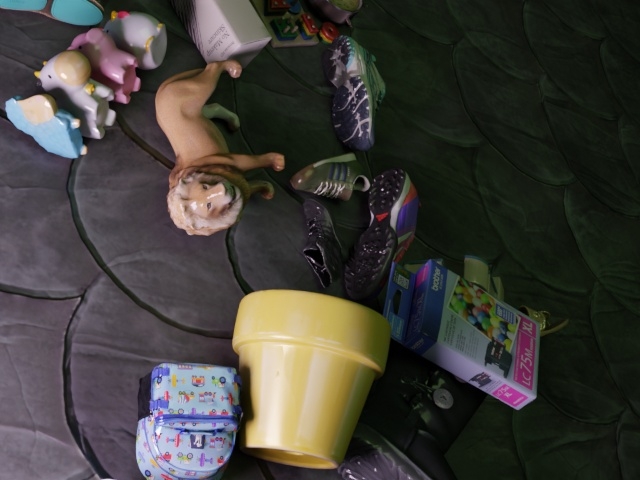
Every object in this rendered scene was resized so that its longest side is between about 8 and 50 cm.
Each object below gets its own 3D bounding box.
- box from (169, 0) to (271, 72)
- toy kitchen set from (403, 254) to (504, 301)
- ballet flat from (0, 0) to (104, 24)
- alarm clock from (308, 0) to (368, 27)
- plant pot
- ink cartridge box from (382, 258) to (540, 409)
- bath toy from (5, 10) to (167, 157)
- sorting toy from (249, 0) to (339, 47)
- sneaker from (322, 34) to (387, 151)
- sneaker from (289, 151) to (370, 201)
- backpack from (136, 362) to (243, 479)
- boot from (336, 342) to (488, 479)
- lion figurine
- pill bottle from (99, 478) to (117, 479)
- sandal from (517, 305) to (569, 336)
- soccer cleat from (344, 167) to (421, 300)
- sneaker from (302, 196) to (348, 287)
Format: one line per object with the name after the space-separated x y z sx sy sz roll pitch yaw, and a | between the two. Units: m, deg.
-0.220 -0.472 1.977 0.094 0.113 0.275 -24 78 -45 | box
0.274 0.098 2.052 0.207 0.166 0.122 63 29 -47 | toy kitchen set
-0.481 -0.432 1.769 0.206 0.073 0.067 7 45 -41 | ballet flat
0.014 -0.563 2.260 0.192 0.064 0.129 44 45 -12 | alarm clock
-0.026 0.230 1.603 0.254 0.254 0.238 22 66 -28 | plant pot
0.260 0.159 1.831 0.311 0.065 0.185 28 44 -12 | ink cartridge box
-0.389 -0.292 1.719 0.129 0.151 0.348 16 44 13 | bath toy
-0.076 -0.481 2.146 0.275 0.046 0.132 -14 73 -43 | sorting toy
0.096 -0.309 2.135 0.122 0.110 0.282 15 55 -36 | sneaker
0.029 -0.115 1.981 0.192 0.064 0.086 -22 74 -48 | sneaker
-0.196 0.280 1.502 0.158 0.117 0.173 11 63 -21 | backpack
0.245 0.340 1.829 0.367 0.146 0.445 49 39 -6 | boot
-0.213 -0.176 1.797 0.240 0.142 0.392 -9 55 -34 | lion figurine
-0.299 0.410 1.360 0.087 0.087 0.160 32 47 -19 | pill bottle
0.434 0.177 2.112 0.240 0.088 0.079 -23 85 -40 | sandal
0.135 0.003 1.975 0.116 0.109 0.318 48 44 -35 | soccer cleat
-0.002 0.001 1.893 0.089 0.051 0.170 -23 82 -50 | sneaker
